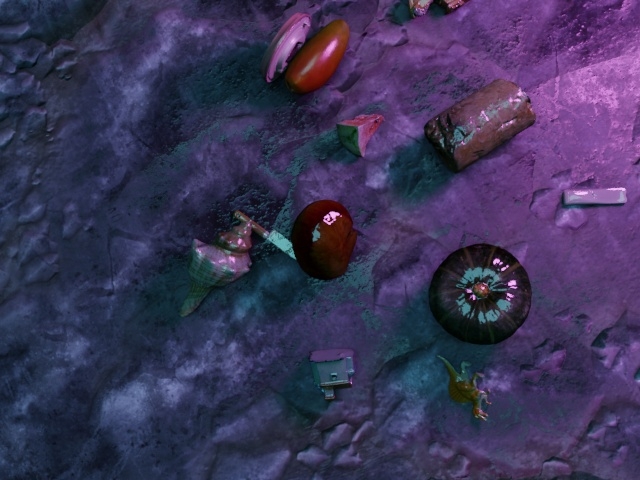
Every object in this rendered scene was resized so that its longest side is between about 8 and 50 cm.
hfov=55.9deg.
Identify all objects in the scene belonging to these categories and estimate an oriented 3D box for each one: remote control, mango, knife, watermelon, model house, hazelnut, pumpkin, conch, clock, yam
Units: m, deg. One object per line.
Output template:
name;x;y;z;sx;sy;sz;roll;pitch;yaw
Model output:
remote control;0.842;-0.135;1.847;0.184;0.027;0.049;-2;87;6
mango;-0.001;-0.587;1.924;0.129;0.146;0.289;34;91;11
knife;-0.159;-0.015;1.975;0.298;0.017;0.047;36;85;8
watermelon;0.119;-0.366;1.918;0.098;0.121;0.158;31;87;30
model house;0.040;0.422;1.883;0.148;0.119;0.148;-5;96;6
hazelnut;0.000;0.000;1.869;0.217;0.217;0.251;-1;110;7
pumpkin;0.475;0.159;1.792;0.300;0.207;0.300;-4;76;18
conch;-0.351;0.075;1.925;0.386;0.169;0.203;-41;57;2
clock;-0.104;-0.601;1.889;0.056;0.244;0.244;37;92;0
yam;0.472;-0.347;1.824;0.300;0.195;0.195;-32;83;3

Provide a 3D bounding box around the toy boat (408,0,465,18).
toy boat;0.427;-0.799;1.912;0.321;0.089;0.121;-29;89;3

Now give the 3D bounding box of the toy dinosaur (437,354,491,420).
toy dinosaur;0.439;0.448;1.861;0.212;0.057;0.142;26;110;19
